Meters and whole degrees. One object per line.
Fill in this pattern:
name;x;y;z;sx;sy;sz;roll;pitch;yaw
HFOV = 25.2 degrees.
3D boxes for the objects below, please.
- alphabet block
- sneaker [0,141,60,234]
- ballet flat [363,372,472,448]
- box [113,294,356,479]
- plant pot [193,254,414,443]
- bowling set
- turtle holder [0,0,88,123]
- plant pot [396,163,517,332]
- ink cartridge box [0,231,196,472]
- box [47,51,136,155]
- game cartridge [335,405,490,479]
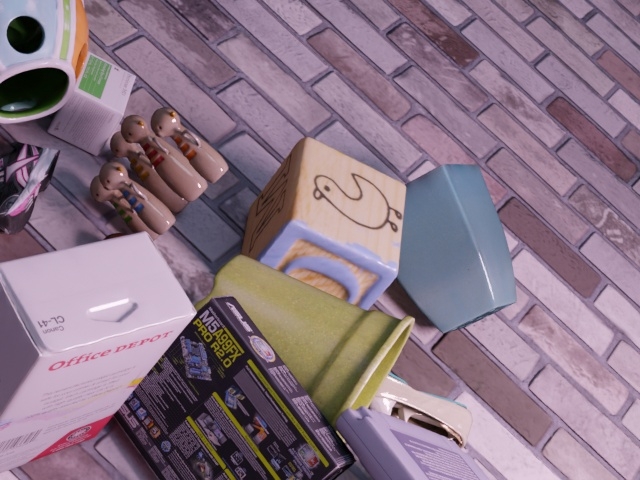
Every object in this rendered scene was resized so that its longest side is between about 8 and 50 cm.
alphabet block;0.000;0.000;2.151;0.192;0.193;0.197;26;41;-17
sneaker;-0.430;-0.076;2.006;0.077;0.072;0.178;21;33;-3
ballet flat;0.116;0.246;2.102;0.248;0.086;0.086;23;42;-20
box;-0.118;0.239;1.812;0.270;0.216;0.060;51;18;15
plant pot;-0.051;0.156;1.937;0.254;0.276;0.276;32;39;9
bowling set;-0.268;-0.074;2.026;0.154;0.287;0.200;45;67;-6
turtle holder;-0.475;-0.288;2.011;0.320;0.243;0.227;2;50;-45
plant pot;0.206;0.019;2.288;0.166;0.165;0.234;-4;67;-64
ink cartridge box;-0.319;0.141;1.684;0.226;0.306;0.131;-15;63;-45
box;-0.343;-0.205;2.153;0.087;0.102;0.101;27;40;-17
game cartridge;0.152;0.315;1.826;0.196;0.060;0.294;45;10;36
